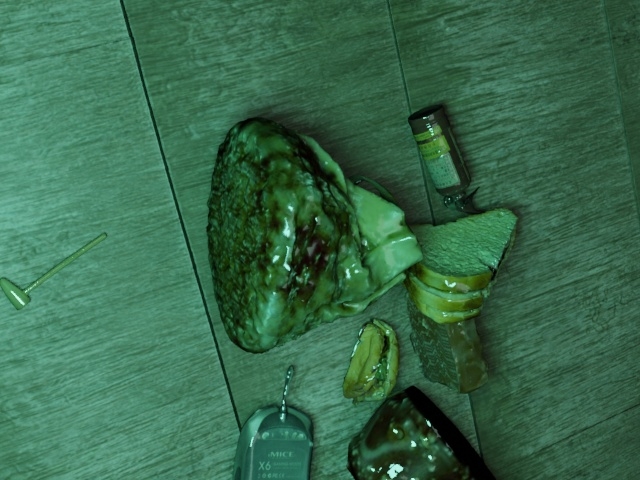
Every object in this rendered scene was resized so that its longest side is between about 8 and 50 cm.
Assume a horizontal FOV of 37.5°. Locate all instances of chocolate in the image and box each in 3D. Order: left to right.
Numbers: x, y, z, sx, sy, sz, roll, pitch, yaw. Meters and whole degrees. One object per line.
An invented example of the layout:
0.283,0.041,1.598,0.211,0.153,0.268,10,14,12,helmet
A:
0.184,0.445,1.820,0.210,0.225,0.340,-40,130,4,chocolate
0.251,0.186,1.863,0.093,0.148,0.214,-20,106,-26,chocolate

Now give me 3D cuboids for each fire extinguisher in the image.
0.265,-0.148,1.863,0.106,0.075,0.252,-31,107,-18,fire extinguisher

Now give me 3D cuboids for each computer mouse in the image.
-0.090,0.420,1.775,0.167,0.090,0.379,11,86,-30,computer mouse

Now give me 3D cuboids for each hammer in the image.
-0.451,0.037,1.604,0.195,0.028,0.060,-38,103,-18,hammer

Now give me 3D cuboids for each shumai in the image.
0.000,0.000,1.616,0.348,0.395,0.395,4,95,-22,shumai

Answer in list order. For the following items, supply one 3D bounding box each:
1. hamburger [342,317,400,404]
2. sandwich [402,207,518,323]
0.117,0.248,1.836,0.087,0.102,0.176,22,87,-37,hamburger
0.287,0.043,1.795,0.288,0.254,0.099,-11,120,-19,sandwich
